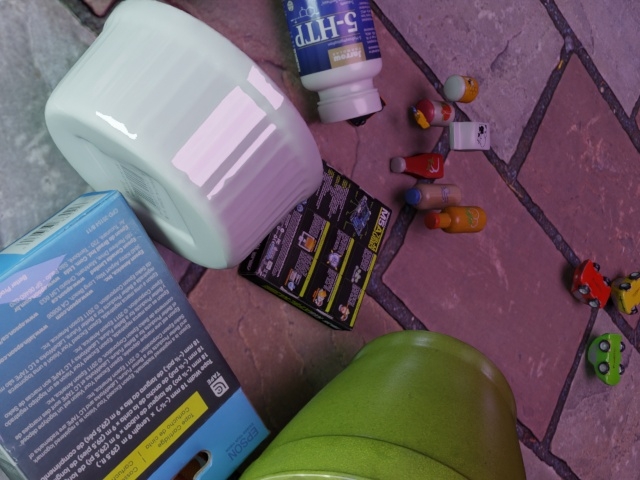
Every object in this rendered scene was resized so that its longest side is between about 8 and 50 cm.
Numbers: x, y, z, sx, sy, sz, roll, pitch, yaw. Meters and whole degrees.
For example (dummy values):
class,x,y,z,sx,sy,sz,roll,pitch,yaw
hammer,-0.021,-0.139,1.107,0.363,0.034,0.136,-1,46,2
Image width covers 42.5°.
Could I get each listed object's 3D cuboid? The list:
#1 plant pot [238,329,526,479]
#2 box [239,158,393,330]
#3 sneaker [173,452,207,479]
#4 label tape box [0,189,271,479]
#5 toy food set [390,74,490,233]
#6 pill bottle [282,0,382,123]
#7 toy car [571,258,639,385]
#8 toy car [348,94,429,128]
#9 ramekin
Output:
class,x,y,z,sx,sy,sz,roll,pitch,yaw
plant pot,0.095,0.296,0.972,0.366,0.366,0.353,64,30,-19
box,0.000,0.000,1.106,0.184,0.045,0.190,34,67,-37
sneaker,-0.137,0.327,0.982,0.067,0.064,0.175,-30,105,-13
label tape box,-0.234,0.151,0.863,0.240,0.106,0.333,-42,115,-33
toy food set,0.172,-0.126,1.207,0.104,0.111,0.232,-3,93,-40
pill bottle,0.021,-0.254,1.084,0.112,0.112,0.186,-22,103,-38
toy car,0.534,0.157,1.544,0.239,0.053,0.225,9,84,-39
toy car,0.092,-0.181,1.184,0.122,0.060,0.040,22,31,-28
ramekin,-0.146,-0.094,0.843,0.277,0.277,0.135,48,68,-28
